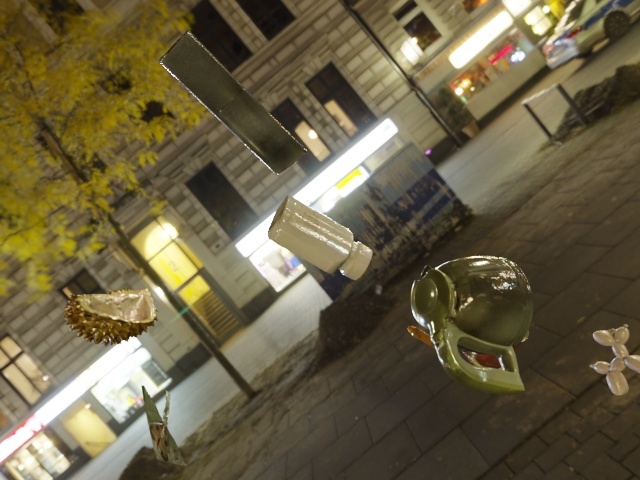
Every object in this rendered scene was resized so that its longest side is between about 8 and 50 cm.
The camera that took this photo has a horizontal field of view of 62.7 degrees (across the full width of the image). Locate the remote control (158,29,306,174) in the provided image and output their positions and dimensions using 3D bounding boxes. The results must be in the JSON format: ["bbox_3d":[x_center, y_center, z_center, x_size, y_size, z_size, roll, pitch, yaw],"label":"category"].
[{"bbox_3d":[-0.197,-0.309,1.223,0.107,0.377,0.044,-34,28,26],"label":"remote control"}]

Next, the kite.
[{"bbox_3d":[-0.350,0.412,1.175,0.012,0.229,0.250,-22,17,-2],"label":"kite"}]

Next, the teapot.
[{"bbox_3d":[0.338,0.189,1.251,0.239,0.322,0.239,7,-9,-25],"label":"teapot"}]

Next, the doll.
[{"bbox_3d":[0.797,0.310,1.410,0.059,0.160,0.161,2,-51,-36],"label":"doll"}]

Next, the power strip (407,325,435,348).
[{"bbox_3d":[0.346,0.315,1.651,0.028,0.178,0.049,-60,-35,-2],"label":"power strip"}]

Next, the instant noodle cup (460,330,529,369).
[{"bbox_3d":[0.664,0.357,2.002,0.235,0.235,0.178,-43,-12,-47],"label":"instant noodle cup"}]

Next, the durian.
[{"bbox_3d":[-0.511,0.196,1.283,0.138,0.183,0.249,-51,-19,8],"label":"durian"}]

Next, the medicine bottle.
[{"bbox_3d":[0.000,0.000,1.514,0.111,0.296,0.161,-51,17,39],"label":"medicine bottle"}]
